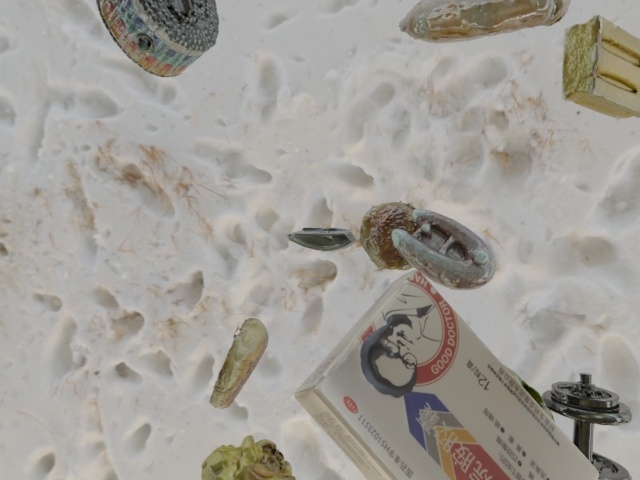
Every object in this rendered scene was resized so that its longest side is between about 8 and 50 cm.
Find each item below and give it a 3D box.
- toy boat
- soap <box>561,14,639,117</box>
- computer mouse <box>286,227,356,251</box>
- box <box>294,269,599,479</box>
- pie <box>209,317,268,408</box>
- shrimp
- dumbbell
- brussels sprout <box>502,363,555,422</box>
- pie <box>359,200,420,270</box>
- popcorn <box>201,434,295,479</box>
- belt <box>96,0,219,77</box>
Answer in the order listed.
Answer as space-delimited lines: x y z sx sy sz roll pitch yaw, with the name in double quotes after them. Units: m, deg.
0.273 0.013 0.991 0.227 0.085 0.155 38 59 21 "toy boat"
0.752 -0.436 1.195 0.091 0.315 0.199 7 95 55 "soap"
0.000 0.002 1.463 0.231 0.126 0.071 1 101 9 "computer mouse"
0.161 0.233 0.545 0.353 0.069 0.214 48 56 2 "box"
-0.247 0.385 1.435 0.092 0.315 0.315 26 94 5 "pie"
0.235 -0.371 0.724 0.221 0.445 0.109 -7 120 14 "shrimp"
0.615 0.457 1.071 0.192 0.192 0.289 4 87 14 "dumbbell"
0.316 0.344 0.881 0.227 0.259 0.294 -28 97 12 "brussels sprout"
0.180 -0.013 1.134 0.163 0.079 0.193 -26 62 10 "pie"
-0.168 0.615 1.092 0.286 0.215 0.252 46 117 19 "popcorn"
-0.312 -0.458 0.881 0.150 0.207 0.257 -19 84 35 "belt"
